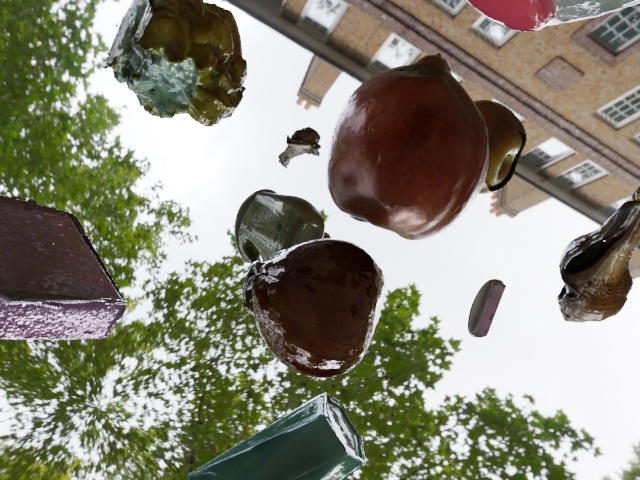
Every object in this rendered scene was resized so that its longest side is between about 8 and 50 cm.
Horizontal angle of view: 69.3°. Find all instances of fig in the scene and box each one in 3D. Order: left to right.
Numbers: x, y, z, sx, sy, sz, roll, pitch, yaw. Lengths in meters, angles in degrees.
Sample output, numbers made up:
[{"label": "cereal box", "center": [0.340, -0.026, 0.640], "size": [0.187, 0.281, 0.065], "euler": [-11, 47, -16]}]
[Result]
[{"label": "fig", "center": [-0.013, 0.087, 0.641], "size": [0.205, 0.205, 0.205], "euler": [9, -112, -23]}]

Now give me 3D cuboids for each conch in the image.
[{"label": "conch", "center": [0.361, 0.033, 0.605], "size": [0.080, 0.086, 0.233], "euler": [-46, -44, -43]}]

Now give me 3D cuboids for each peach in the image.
[{"label": "peach", "center": [0.128, -0.136, 0.651], "size": [0.232, 0.232, 0.257], "euler": [25, -83, -16]}]

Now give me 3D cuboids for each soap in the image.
[{"label": "soap", "center": [-0.424, 0.036, 0.684], "size": [0.259, 0.081, 0.181], "euler": [43, -164, 33]}]

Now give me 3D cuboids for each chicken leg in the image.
[{"label": "chicken leg", "center": [-0.085, -0.334, 1.668], "size": [0.125, 0.196, 0.080], "euler": [53, -148, -34]}]

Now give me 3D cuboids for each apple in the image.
[{"label": "apple", "center": [0.414, -0.234, 1.200], "size": [0.207, 0.237, 0.237], "euler": [39, -123, 17]}]

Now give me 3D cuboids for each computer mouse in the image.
[{"label": "computer mouse", "center": [0.643, 0.263, 1.808], "size": [0.126, 0.056, 0.245], "euler": [10, -80, -36]}]

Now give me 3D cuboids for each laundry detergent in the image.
[{"label": "laundry detergent", "center": [-0.108, -0.023, 0.990], "size": [0.091, 0.253, 0.181], "euler": [14, -80, -43]}]

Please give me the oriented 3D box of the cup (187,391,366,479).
[{"label": "cup", "center": [-0.057, 0.330, 0.676], "size": [0.134, 0.235, 0.148], "euler": [48, -173, -43]}]

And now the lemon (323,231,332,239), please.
[{"label": "lemon", "center": [0.000, 0.000, 1.472], "size": [0.065, 0.092, 0.065], "euler": [-12, -74, -45]}]

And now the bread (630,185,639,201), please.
[{"label": "bread", "center": [0.486, -0.071, 0.656], "size": [0.049, 0.088, 0.034], "euler": [-37, -88, -29]}]

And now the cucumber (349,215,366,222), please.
[{"label": "cucumber", "center": [0.176, -0.141, 1.706], "size": [0.145, 0.325, 0.105], "euler": [8, -72, 10]}]

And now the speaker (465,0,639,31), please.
[{"label": "speaker", "center": [0.212, -0.289, 0.303], "size": [0.294, 0.294, 0.294], "euler": [9, -112, -23]}]

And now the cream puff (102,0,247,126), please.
[{"label": "cream puff", "center": [-0.142, -0.190, 0.483], "size": [0.156, 0.156, 0.121], "euler": [31, -114, -13]}]
